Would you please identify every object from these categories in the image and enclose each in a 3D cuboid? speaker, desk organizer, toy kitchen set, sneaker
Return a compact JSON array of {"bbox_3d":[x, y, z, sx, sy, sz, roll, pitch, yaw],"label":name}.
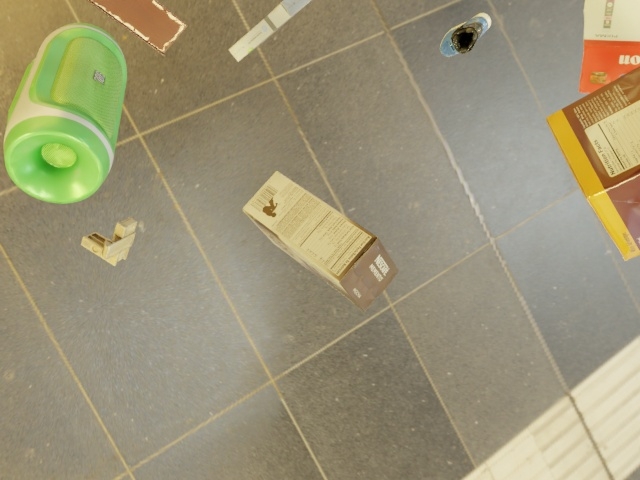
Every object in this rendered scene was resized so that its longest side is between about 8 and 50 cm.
[{"bbox_3d":[-0.336,-0.184,0.809,0.131,0.131,0.296,8,40,-19],"label":"speaker"},{"bbox_3d":[-0.226,-0.285,0.709,0.050,0.047,0.130,-42,136,17],"label":"desk organizer"},{"bbox_3d":[-0.368,-0.005,1.007,0.075,0.083,0.068,31,29,8],"label":"toy kitchen set"},{"bbox_3d":[0.316,-0.457,1.370,0.058,0.152,0.084,50,59,-13],"label":"sneaker"}]

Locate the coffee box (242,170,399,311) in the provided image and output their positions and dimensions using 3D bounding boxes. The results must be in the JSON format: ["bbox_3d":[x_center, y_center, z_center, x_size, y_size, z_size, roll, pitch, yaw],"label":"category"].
[{"bbox_3d":[0.000,0.000,1.244,0.297,0.168,0.119,36,81,32],"label":"coffee box"}]

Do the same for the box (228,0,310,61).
[{"bbox_3d":[-0.105,-0.484,1.322,0.038,0.186,0.145,51,43,-18],"label":"box"}]

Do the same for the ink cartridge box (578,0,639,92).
[{"bbox_3d":[0.461,-0.292,0.815,0.066,0.189,0.232,-53,144,-43],"label":"ink cartridge box"}]

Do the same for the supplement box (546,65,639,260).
[{"bbox_3d":[0.408,-0.101,0.702,0.191,0.194,0.129,33,37,-45],"label":"supplement box"}]
